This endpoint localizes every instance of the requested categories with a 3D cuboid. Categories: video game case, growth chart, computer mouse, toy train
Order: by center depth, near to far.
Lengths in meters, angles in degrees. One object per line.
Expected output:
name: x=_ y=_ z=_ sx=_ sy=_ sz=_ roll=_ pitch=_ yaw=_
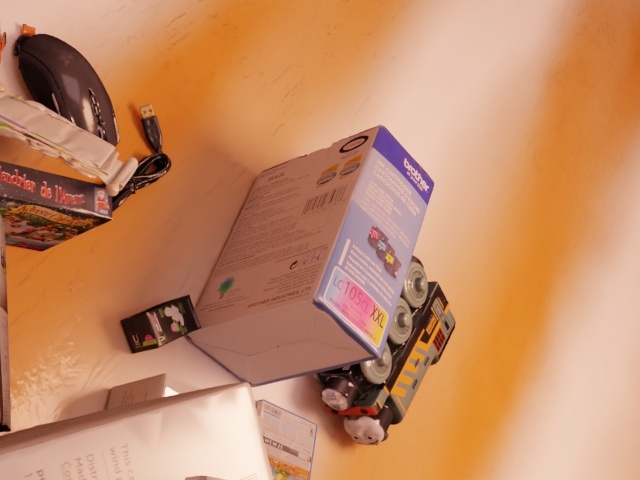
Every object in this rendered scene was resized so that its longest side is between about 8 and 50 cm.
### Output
growth chart: x=-0.334 y=-0.130 z=1.339 sx=0.237 sy=0.021 sz=0.172 roll=29 pitch=16 yaw=0
computer mouse: x=-0.296 y=-0.180 z=1.503 sx=0.184 sy=0.060 sz=0.262 roll=-33 pitch=103 yaw=-48
video game case: x=-0.060 y=0.333 z=1.601 sx=0.119 sy=0.015 sz=0.166 roll=32 pitch=54 yaw=-36
toy train: x=0.108 y=0.174 z=1.761 sx=0.190 sy=0.142 sz=0.334 roll=59 pitch=42 yaw=-27

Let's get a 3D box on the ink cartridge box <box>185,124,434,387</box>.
ink cartridge box: x=0.000 y=0.000 z=1.600 sx=0.151 sy=0.270 sz=0.395 roll=44 pitch=48 yaw=-30

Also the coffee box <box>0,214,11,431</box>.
coffee box: x=-0.422 y=0.091 z=1.200 sx=0.141 sy=0.098 sz=0.246 roll=-4 pitch=75 yaw=-11

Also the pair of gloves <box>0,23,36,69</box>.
pair of gloves: x=-0.416 y=-0.262 z=1.449 sx=0.083 sy=0.010 sz=0.074 roll=12 pitch=69 yaw=-46

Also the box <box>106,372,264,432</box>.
box: x=-0.187 y=0.291 z=1.400 sx=0.181 sy=0.119 sz=0.181 roll=31 pitch=55 yaw=-36

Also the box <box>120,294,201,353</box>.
box: x=-0.218 y=0.115 z=1.478 sx=0.083 sy=0.062 sz=0.052 roll=-22 pitch=93 yaw=-49

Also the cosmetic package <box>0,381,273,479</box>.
cosmetic package: x=-0.271 y=0.355 z=1.077 sx=0.327 sy=0.394 sz=0.329 roll=-11 pitch=83 yaw=-49

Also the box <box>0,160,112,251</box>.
box: x=-0.389 y=-0.044 z=1.282 sx=0.233 sy=0.159 sz=0.044 roll=13 pitch=66 yaw=-44

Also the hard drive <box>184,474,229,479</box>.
hard drive: x=-0.045 y=0.410 z=0.968 sx=0.233 sy=0.047 sz=0.353 roll=26 pitch=59 yaw=-39
